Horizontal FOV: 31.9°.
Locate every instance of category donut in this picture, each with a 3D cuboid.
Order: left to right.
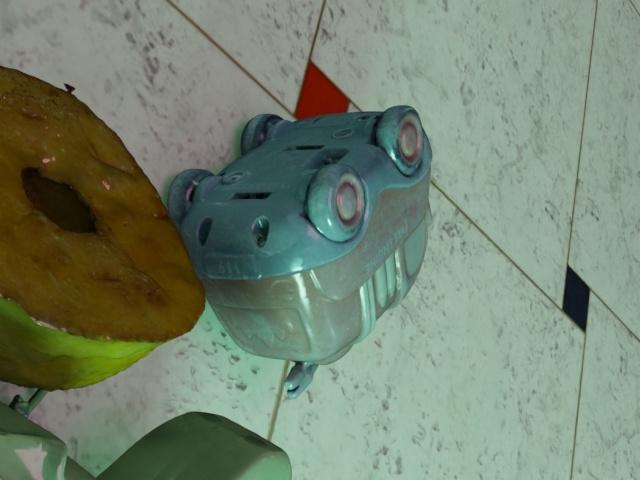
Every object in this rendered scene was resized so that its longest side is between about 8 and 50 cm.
[{"bbox_3d":[-0.221,-0.005,0.857,0.277,0.108,0.277,35,29,-23],"label":"donut"}]

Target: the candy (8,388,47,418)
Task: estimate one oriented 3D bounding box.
[{"bbox_3d":[-0.242,0.144,0.917,0.060,0.060,0.201,61,33,-22],"label":"candy"}]

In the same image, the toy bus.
[{"bbox_3d":[0.000,0.000,1.152,0.294,0.197,0.231,-46,127,-48],"label":"toy bus"}]

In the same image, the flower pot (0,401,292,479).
[{"bbox_3d":[-0.187,0.247,0.813,0.367,0.164,0.254,18,91,-50],"label":"flower pot"}]
